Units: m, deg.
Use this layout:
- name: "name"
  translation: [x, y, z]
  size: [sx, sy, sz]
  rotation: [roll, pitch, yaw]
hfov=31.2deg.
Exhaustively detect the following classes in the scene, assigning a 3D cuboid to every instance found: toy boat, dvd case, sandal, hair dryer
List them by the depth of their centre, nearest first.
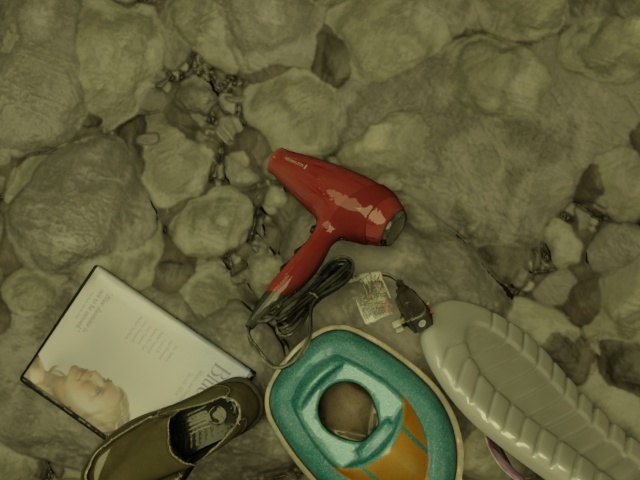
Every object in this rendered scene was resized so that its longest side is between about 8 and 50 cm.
- name: "toy boat"
  translation: [0.018, 0.277, 1.374]
  size: [0.267, 0.148, 0.318]
  rotation: [39, 89, 7]
- name: "sandal"
  translation: [0.266, 0.243, 1.375]
  size: [0.416, 0.169, 0.102]
  rotation: [43, 130, 11]
- name: "hair dryer"
  translation: [0.000, 0.000, 1.399]
  size: [0.223, 0.080, 0.293]
  rotation: [-11, 58, -9]
- name: "dvd case"
  translation: [-0.234, 0.174, 1.467]
  size: [0.253, 0.022, 0.180]
  rotation: [33, 88, 6]

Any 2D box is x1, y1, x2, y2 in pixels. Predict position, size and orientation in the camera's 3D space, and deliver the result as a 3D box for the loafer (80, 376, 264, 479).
- name: "loafer"
  translation: [-0.189, 0.244, 1.401]
  size: [0.251, 0.087, 0.094]
  rotation: [-33, 84, 2]
